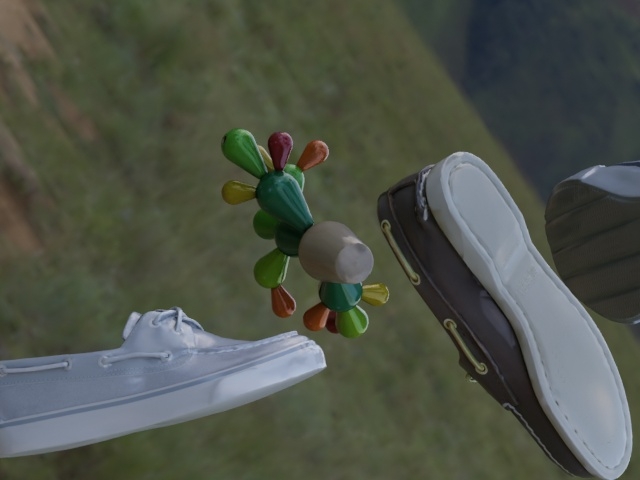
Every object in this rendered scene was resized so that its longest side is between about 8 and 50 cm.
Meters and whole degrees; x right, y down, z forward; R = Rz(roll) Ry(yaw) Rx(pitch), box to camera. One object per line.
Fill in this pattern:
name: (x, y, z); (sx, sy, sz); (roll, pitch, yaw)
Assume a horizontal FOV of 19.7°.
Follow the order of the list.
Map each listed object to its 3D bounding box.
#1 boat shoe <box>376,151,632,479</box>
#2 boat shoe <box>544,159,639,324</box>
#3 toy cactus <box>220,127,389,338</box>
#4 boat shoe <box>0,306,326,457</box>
boat shoe: (0.164, 0.078, 1.632); (0.324, 0.096, 0.116); (58, 41, -10)
boat shoe: (0.245, -0.008, 1.207); (0.302, 0.094, 0.109); (173, -101, -71)
toy cactus: (0.000, 0.000, 1.524); (0.180, 0.112, 0.219); (26, -40, 63)
boat shoe: (-0.091, 0.068, 0.983); (0.066, 0.184, 0.063); (27, 49, -79)
